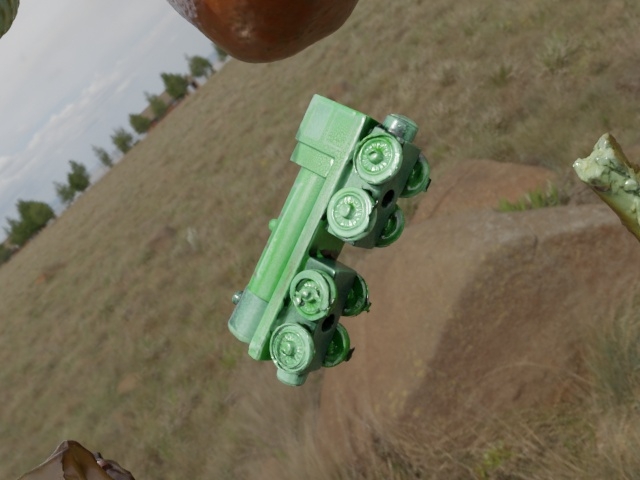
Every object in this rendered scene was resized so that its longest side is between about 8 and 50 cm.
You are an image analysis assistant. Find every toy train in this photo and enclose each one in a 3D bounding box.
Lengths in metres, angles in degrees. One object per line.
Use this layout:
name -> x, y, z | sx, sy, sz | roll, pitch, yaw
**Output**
toy train -> 0.000, 0.000, 0.583 | 0.119, 0.085, 0.251 | 30, 99, 31

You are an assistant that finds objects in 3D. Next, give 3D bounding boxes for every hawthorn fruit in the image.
hawthorn fruit -> -0.034, -0.256, 0.521 | 0.199, 0.199, 0.251 | -48, 7, -14

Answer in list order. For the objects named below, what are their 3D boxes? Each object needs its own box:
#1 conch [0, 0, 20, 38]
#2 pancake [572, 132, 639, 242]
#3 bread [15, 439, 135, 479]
conch -> -0.236, -0.194, 0.416 | 0.135, 0.102, 0.153 | -32, 58, 47
pancake -> 0.344, 0.072, 0.610 | 0.054, 0.377, 0.197 | -34, -9, 33
bread -> -0.123, 0.237, 0.215 | 0.324, 0.277, 0.167 | -39, -24, -38
